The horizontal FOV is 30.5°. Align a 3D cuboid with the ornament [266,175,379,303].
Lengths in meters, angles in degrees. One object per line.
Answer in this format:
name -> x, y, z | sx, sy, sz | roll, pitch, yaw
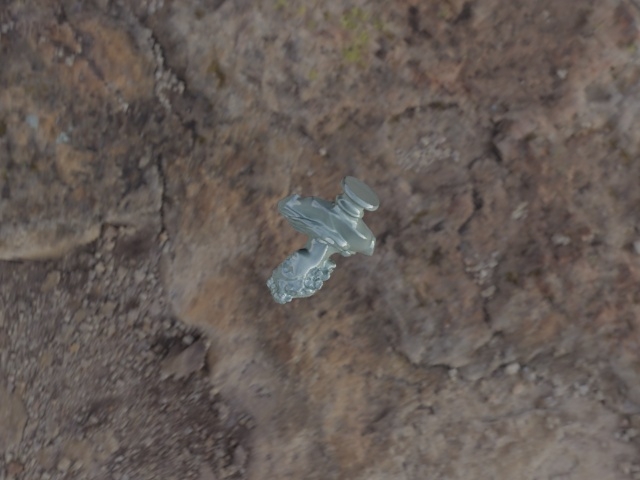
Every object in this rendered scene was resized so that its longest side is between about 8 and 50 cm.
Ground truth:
ornament -> 0.003, -0.002, 0.774 | 0.068, 0.092, 0.041 | 8, 29, 1
